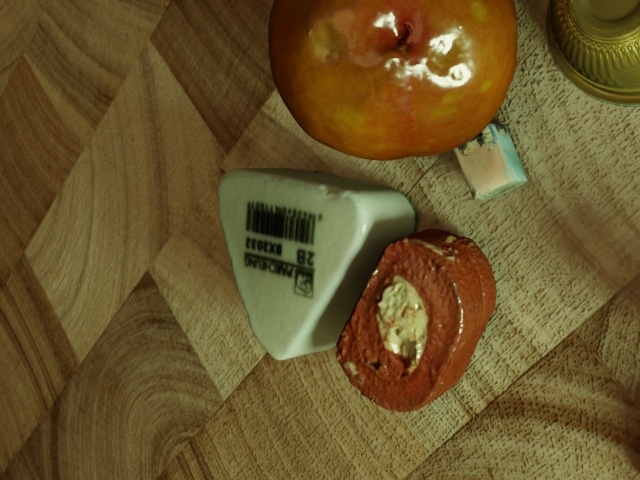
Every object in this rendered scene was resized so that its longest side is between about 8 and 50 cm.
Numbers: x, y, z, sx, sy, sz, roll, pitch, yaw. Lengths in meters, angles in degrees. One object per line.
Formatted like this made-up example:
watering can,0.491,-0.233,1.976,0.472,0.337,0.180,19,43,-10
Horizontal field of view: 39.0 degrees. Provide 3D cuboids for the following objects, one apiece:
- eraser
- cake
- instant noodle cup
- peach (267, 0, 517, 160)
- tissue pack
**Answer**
eraser,0.000,0.000,1.464,0.331,0.150,0.331,2,94,39
cake,0.148,0.122,1.348,0.177,0.151,0.283,36,115,21
instant noodle cup,0.391,-0.308,1.144,0.274,0.091,0.273,2,93,40
peach,0.095,-0.265,1.227,0.343,0.301,0.342,-1,107,-2
tissue pack,0.245,-0.112,1.303,0.074,0.059,0.094,-28,75,36
